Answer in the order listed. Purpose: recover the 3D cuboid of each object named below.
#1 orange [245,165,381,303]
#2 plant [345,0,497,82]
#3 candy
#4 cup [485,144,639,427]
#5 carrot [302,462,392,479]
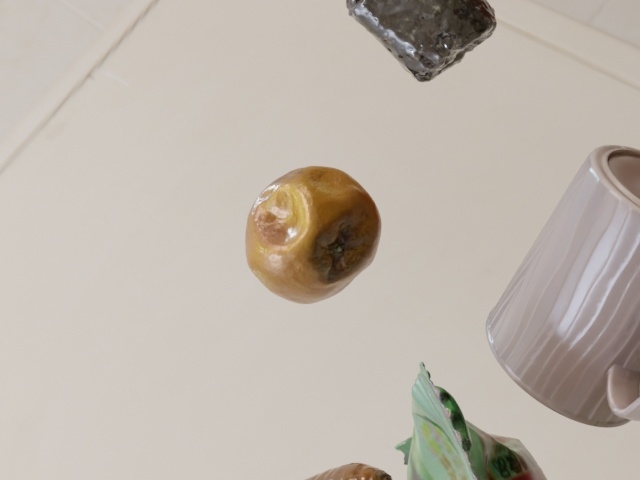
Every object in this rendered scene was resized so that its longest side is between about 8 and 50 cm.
[{"bbox_3d":[0.000,0.000,1.802,0.249,0.183,0.249,-13,-62,-25],"label":"orange"},{"bbox_3d":[0.109,-0.394,1.544,0.194,0.320,0.181,-37,-3,22],"label":"plant"},{"bbox_3d":[0.184,0.301,1.227,0.172,0.263,0.398,-36,-21,-2],"label":"candy"},{"bbox_3d":[0.330,0.064,1.176,0.273,0.208,0.288,-65,-7,30],"label":"cup"},{"bbox_3d":[-0.034,0.200,0.746,0.216,0.048,0.048,-24,-17,38],"label":"carrot"}]
